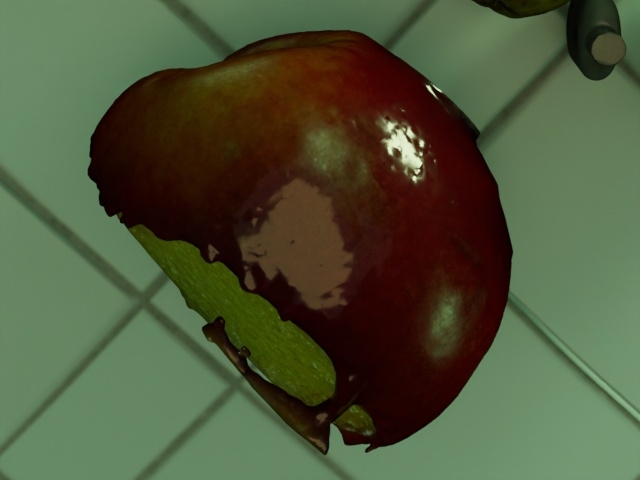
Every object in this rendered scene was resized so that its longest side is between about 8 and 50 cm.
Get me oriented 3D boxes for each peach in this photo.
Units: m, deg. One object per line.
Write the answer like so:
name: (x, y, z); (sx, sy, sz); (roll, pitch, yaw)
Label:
peach: (0.003, -0.022, 1.612); (0.310, 0.335, 0.406); (-43, 95, -6)

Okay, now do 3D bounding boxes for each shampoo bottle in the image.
shampoo bottle: (0.253, -0.188, 1.642); (0.040, 0.165, 0.080); (3, 105, 1)

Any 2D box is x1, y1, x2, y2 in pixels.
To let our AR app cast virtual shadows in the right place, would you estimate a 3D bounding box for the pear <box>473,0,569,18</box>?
pear: (0.190, -0.282, 1.630); (0.149, 0.149, 0.162); (29, 100, -6)
